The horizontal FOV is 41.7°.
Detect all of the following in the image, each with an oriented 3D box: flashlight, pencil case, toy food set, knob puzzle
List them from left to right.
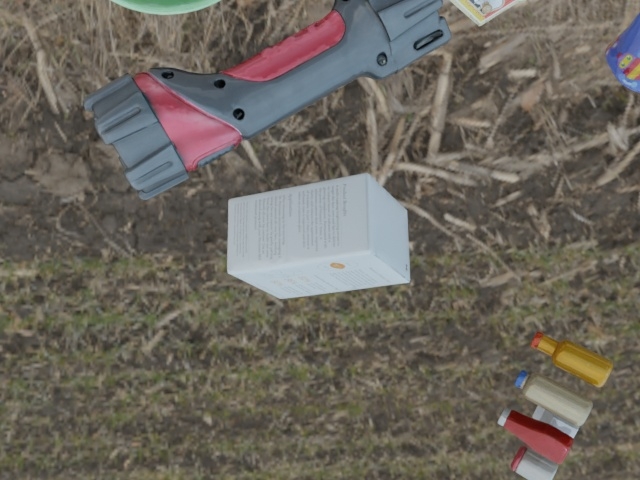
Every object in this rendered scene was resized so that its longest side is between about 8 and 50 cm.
[{"bbox_3d":[-0.046,-0.150,0.720,0.304,0.103,0.103,-32,137,-7],"label":"flashlight"},{"bbox_3d":[0.317,-0.473,1.497,0.213,0.030,0.213,-4,147,-3],"label":"knob puzzle"},{"bbox_3d":[0.297,0.240,1.143,0.104,0.111,0.232,28,134,18],"label":"toy food set"},{"bbox_3d":[0.581,-0.375,1.337,0.133,0.119,0.306,-30,160,-37],"label":"pencil case"}]

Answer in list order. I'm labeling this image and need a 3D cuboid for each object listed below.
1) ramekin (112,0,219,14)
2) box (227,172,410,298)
[{"bbox_3d":[-0.234,-0.505,1.248,0.303,0.148,0.303,-12,143,-9],"label":"ramekin"},{"bbox_3d":[0.000,0.000,0.945,0.170,0.091,0.130,-9,159,22],"label":"box"}]
